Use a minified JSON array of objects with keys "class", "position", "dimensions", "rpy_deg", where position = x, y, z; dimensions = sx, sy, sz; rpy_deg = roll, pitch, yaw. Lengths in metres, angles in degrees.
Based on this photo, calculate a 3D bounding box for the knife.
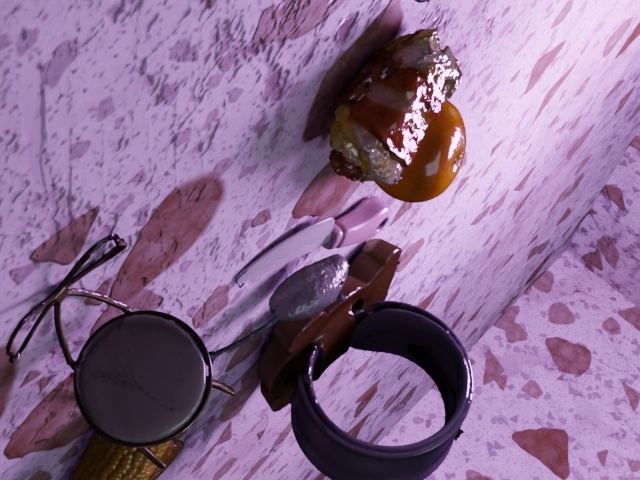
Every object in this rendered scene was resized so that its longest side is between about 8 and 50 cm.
[{"class":"knife","position":[0.002,-0.002,1.541],"dimensions":[0.336,0.043,0.081],"rpy_deg":[-25,152,-51]}]

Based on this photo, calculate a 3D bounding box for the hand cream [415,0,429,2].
[{"class":"hand cream","position":[0.203,-0.384,1.223],"dimensions":[0.331,0.058,0.085],"rpy_deg":[-47,147,-26]}]

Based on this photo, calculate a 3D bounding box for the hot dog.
[{"class":"hot dog","position":[0.081,-0.166,1.302],"dimensions":[0.213,0.103,0.146],"rpy_deg":[-55,144,-15]}]

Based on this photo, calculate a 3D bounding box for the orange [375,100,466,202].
[{"class":"orange","position":[0.124,-0.127,1.451],"dimensions":[0.155,0.134,0.154],"rpy_deg":[16,90,-73]}]

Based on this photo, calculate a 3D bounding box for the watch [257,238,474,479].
[{"class":"watch","position":[0.099,0.217,1.760],"dimensions":[0.335,0.327,0.314],"rpy_deg":[-41,162,-29]}]

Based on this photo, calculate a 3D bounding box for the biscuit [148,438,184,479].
[{"class":"biscuit","position":[-0.281,0.346,1.579],"dimensions":[0.144,0.033,0.224],"rpy_deg":[-51,163,2]}]

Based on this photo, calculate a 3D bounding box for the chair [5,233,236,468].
[{"class":"chair","position":[-0.197,0.138,1.144],"dimensions":[0.160,0.170,0.325],"rpy_deg":[-44,169,-12]}]

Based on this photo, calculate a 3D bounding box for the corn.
[{"class":"corn","position":[-0.268,0.298,1.409],"dimensions":[0.260,0.091,0.091],"rpy_deg":[-59,180,28]}]

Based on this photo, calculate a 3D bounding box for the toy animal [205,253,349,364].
[{"class":"toy animal","position":[-0.056,0.103,1.551],"dimensions":[0.253,0.070,0.079],"rpy_deg":[-37,143,-17]}]
